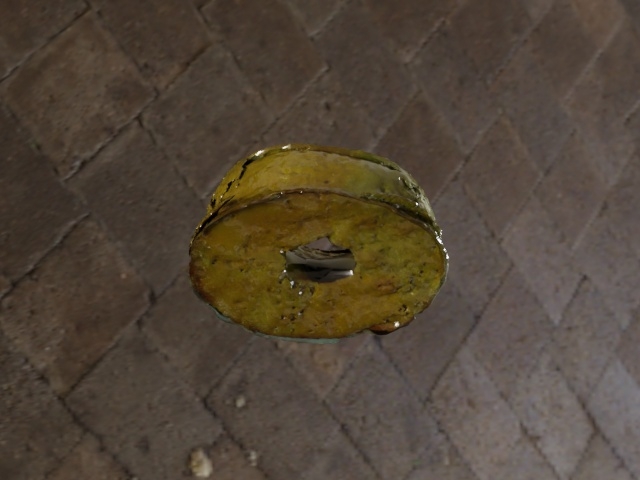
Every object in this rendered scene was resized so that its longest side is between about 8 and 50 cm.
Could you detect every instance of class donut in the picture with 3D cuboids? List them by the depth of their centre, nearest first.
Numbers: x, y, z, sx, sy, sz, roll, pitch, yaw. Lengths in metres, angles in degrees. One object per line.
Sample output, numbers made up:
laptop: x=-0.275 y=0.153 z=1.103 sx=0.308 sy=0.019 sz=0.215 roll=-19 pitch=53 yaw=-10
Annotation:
donut: x=0.000 y=0.000 z=1.248 sx=0.272 sy=0.272 sz=0.107 roll=32 pitch=41 yaw=-31
